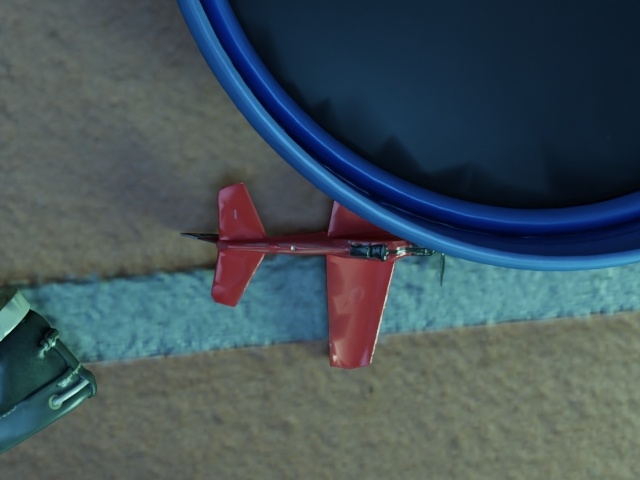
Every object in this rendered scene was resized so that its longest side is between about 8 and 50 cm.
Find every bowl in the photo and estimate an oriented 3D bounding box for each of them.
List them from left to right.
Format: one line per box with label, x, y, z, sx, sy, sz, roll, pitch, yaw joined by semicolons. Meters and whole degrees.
bowl;0.107;-0.180;0.895;0.391;0.077;0.391;1;87;-12

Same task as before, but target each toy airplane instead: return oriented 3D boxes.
toy airplane;0.000;0.000;1.018;0.151;0.028;0.151;-2;105;-8

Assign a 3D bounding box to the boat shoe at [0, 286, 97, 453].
boat shoe;-0.222;0.130;0.995;0.233;0.084;0.079;-42;108;2
